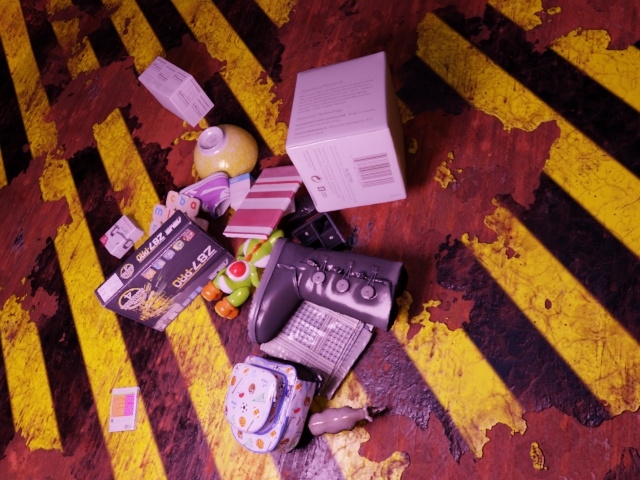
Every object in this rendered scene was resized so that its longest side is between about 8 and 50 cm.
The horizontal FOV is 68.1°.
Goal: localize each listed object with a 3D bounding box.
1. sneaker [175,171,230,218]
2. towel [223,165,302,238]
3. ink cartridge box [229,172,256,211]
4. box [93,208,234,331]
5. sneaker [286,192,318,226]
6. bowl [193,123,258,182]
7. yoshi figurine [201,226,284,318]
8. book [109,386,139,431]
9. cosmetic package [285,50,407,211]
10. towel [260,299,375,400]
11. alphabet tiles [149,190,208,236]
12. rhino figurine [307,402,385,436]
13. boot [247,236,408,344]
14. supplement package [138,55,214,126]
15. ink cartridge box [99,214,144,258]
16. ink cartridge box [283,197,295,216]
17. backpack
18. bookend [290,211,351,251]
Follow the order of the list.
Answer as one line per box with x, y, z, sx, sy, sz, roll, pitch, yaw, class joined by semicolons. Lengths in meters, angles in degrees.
-0.475;-0.143;1.887;0.281;0.102;0.161;-28;65;22;sneaker
-0.188;-0.139;1.690;0.236;0.037;0.329;2;54;41;towel
-0.296;-0.172;1.854;0.089;0.092;0.143;-14;62;14;ink cartridge box
-0.536;0.117;1.678;0.395;0.318;0.097;-45;60;-5;box
-0.062;-0.125;1.773;0.170;0.051;0.089;-29;59;1;sneaker
-0.417;-0.378;1.958;0.289;0.156;0.290;-8;64;16;bowl
-0.244;0.098;1.695;0.362;0.203;0.203;-49;25;8;yoshi figurine
-0.695;0.599;1.679;0.096;0.035;0.145;-10;64;12;book
0.105;-0.363;1.623;0.326;0.330;0.394;-8;51;17;cosmetic package
-0.007;0.303;1.549;0.324;0.056;0.312;28;78;28;towel
-0.568;-0.047;1.885;0.283;0.021;0.278;18;98;27;alphabet tiles
0.075;0.522;1.387;0.243;0.106;0.073;-18;62;12;rhino figurine
0.020;0.203;1.493;0.444;0.146;0.368;13;83;18;boot
-0.655;-0.675;2.154;0.261;0.204;0.145;36;81;30;supplement package
-0.836;-0.019;1.998;0.150;0.063;0.109;-48;60;-5;ink cartridge box
-0.160;-0.146;1.773;0.115;0.067;0.198;-24;45;19;ink cartridge box
-0.152;0.488;1.401;0.276;0.213;0.264;1;80;46;backpack
0.000;0.000;1.677;0.157;0.072;0.156;-33;60;4;bookend
